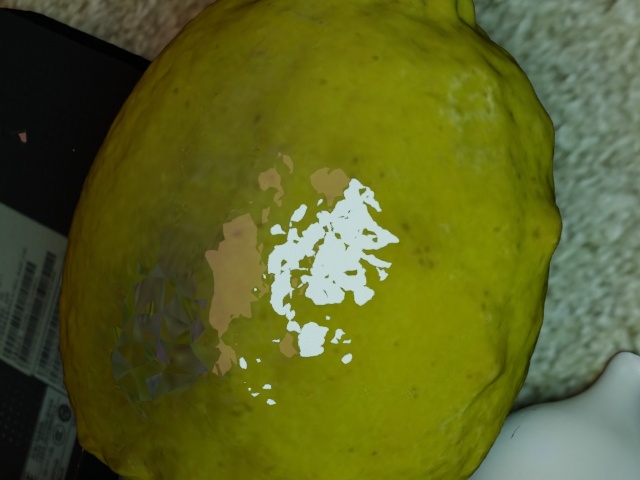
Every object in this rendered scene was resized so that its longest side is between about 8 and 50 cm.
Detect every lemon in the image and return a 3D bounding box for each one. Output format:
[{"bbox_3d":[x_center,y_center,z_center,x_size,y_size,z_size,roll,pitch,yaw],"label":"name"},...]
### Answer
[{"bbox_3d":[-0.002,0.007,0.916,0.285,0.285,0.316,17,68,31],"label":"lemon"}]

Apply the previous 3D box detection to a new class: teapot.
[{"bbox_3d":[0.132,0.174,0.946,0.145,0.092,0.226,27,110,29],"label":"teapot"}]

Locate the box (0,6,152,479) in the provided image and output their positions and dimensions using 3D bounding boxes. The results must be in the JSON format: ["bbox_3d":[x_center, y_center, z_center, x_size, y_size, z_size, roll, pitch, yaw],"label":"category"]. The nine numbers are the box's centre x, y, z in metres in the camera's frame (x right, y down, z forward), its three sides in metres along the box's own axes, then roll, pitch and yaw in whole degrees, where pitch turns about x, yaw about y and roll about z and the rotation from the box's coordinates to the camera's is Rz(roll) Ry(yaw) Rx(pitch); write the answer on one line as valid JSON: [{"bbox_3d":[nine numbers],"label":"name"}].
[{"bbox_3d":[-0.202,0.028,1.167,0.211,0.058,0.350,24,106,28],"label":"box"}]
